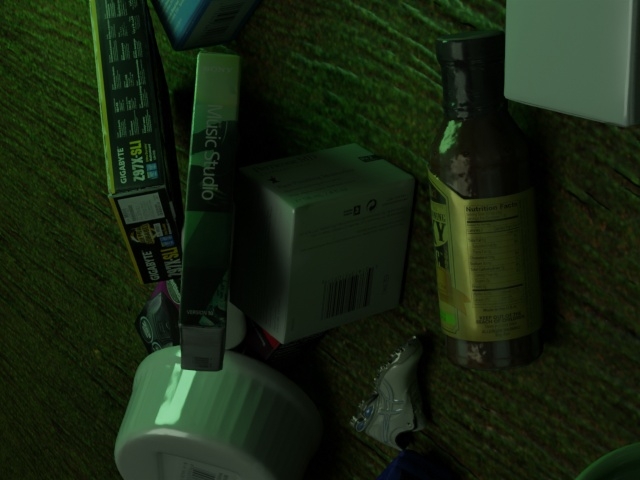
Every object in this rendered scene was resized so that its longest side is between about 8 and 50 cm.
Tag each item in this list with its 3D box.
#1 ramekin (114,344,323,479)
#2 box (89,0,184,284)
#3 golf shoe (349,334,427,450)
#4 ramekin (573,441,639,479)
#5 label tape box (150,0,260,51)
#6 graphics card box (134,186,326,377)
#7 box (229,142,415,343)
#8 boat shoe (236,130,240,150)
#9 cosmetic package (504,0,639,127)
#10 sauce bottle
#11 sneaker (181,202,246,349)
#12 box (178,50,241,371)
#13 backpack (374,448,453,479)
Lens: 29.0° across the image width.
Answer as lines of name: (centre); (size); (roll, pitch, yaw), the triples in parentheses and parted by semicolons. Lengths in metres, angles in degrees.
ramekin: (-0.145, 0.279, 1.688); (0.277, 0.135, 0.277); (12, 139, 11)
box: (-0.238, -0.140, 1.649); (0.257, 0.079, 0.322); (83, 177, -64)
golf shoe: (0.104, 0.189, 1.517); (0.086, 0.069, 0.176); (36, 137, 15)
ramekin: (0.300, 0.343, 1.099); (0.303, 0.303, 0.148); (62, 151, 16)
label tape box: (-0.173, -0.450, 1.586); (0.240, 0.106, 0.334); (-43, 68, 53)
graphics card box: (-0.135, 0.116, 1.774); (0.233, 0.094, 0.371); (61, 144, 19)
box: (0.000, 0.000, 1.463); (0.119, 0.181, 0.182); (34, 129, 43)
boat shoe: (-0.135, -0.129, 1.733); (0.100, 0.035, 0.035); (113, 156, -47)
cosmetic package: (0.267, -0.225, 0.967); (0.138, 0.224, 0.224); (22, 120, 48)
sauce bottle: (0.168, -0.042, 1.282); (0.111, 0.111, 0.344); (11, 110, 52)
sneaker: (-0.146, 0.034, 1.626); (0.094, 0.080, 0.212); (-170, 76, -74)
box: (-0.129, -0.026, 1.453); (0.232, 0.058, 0.322); (109, 163, -72)
backpack: (0.123, 0.319, 1.499); (0.120, 0.101, 0.098); (33, 142, 0)
